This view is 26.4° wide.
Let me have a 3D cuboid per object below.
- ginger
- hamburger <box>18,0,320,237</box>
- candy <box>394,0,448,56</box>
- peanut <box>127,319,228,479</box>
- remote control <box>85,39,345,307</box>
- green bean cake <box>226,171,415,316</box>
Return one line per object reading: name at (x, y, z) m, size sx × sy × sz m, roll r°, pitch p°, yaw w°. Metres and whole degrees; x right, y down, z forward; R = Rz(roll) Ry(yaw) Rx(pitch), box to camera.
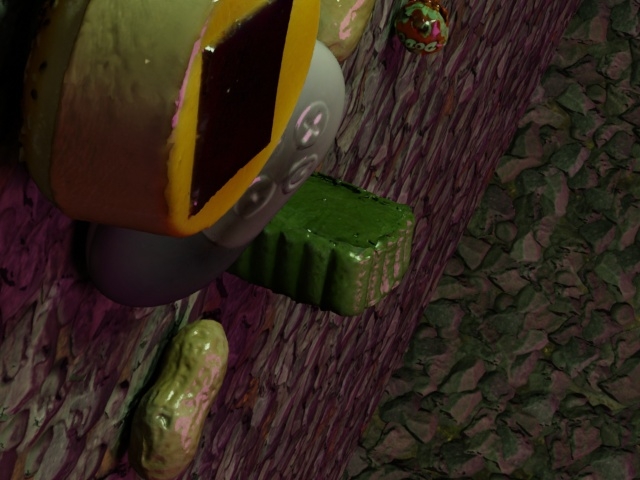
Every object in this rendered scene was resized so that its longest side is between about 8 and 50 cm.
ginger at (0.001, -0.283, 1.430) m, size 0.152 × 0.138 × 0.267 m, roll 88°, pitch 24°, yaw -70°
hamburger at (-0.128, -0.145, 1.105) m, size 0.300 × 0.176 × 0.300 m, roll -58°, pitch 165°, yaw -26°
candy at (0.184, -0.397, 2.058) m, size 0.084 × 0.078 × 0.287 m, roll 70°, pitch 36°, yaw -53°
peanut at (-0.171, 0.197, 1.664) m, size 0.214 × 0.099 × 0.099 m, roll -62°, pitch 165°, yaw -8°
remote control at (-0.102, -0.066, 1.357) m, size 0.332 × 0.103 × 0.221 m, roll -48°, pitch 151°, yaw 4°
green bean cake at (0.000, 0.000, 1.726) m, size 0.200 × 0.214 × 0.113 m, roll -40°, pitch 144°, yaw -59°
